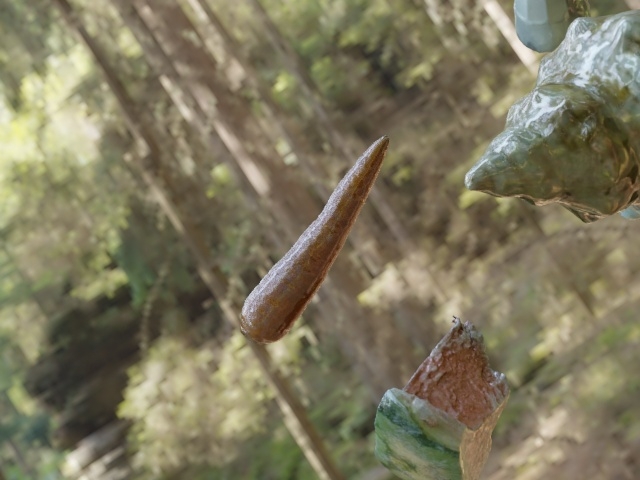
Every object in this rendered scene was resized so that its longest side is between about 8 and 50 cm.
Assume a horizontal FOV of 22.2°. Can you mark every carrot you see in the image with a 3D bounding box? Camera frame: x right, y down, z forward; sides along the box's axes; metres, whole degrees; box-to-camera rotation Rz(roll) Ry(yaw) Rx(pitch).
[{"bbox_3d":[0.000,0.000,1.416,0.216,0.048,0.048,-55,-11,4],"label":"carrot"}]

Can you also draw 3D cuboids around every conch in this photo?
[{"bbox_3d":[0.250,-0.083,1.116,0.386,0.203,0.170,-8,-57,-37],"label":"conch"}]

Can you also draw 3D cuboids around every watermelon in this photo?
[{"bbox_3d":[0.112,0.162,1.454,0.158,0.098,0.121,-47,-22,-53],"label":"watermelon"}]

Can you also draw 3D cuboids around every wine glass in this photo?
[{"bbox_3d":[0.205,-0.250,1.479,0.073,0.073,0.155,-31,-41,-15],"label":"wine glass"}]
